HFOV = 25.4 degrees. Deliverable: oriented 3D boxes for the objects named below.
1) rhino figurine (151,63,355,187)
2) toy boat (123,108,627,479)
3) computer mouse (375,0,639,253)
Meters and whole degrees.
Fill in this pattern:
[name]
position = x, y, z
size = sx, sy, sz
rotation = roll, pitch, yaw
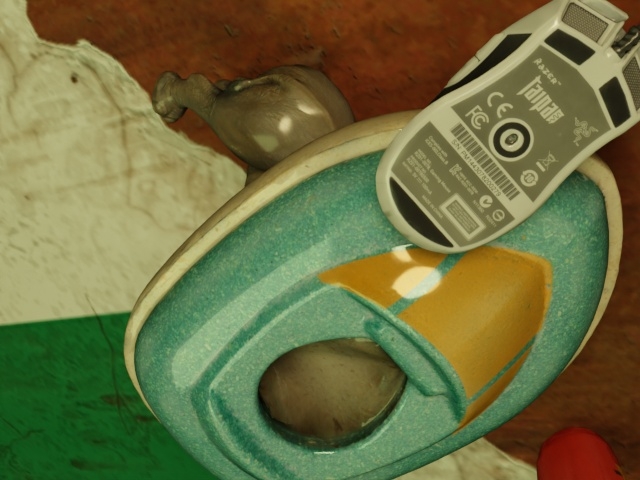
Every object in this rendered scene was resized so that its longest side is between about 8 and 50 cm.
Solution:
[rhino figurine]
position = 0.000, 0.000, 0.814
size = 0.106, 0.073, 0.243
rotation = 6, 132, 42
[toy boat]
position = 0.073, 0.084, 0.730
size = 0.267, 0.148, 0.318
rotation = -37, 116, 19
[computer mouse]
position = 0.103, -0.071, 0.610
size = 0.193, 0.042, 0.106
rotation = -38, 107, 13
